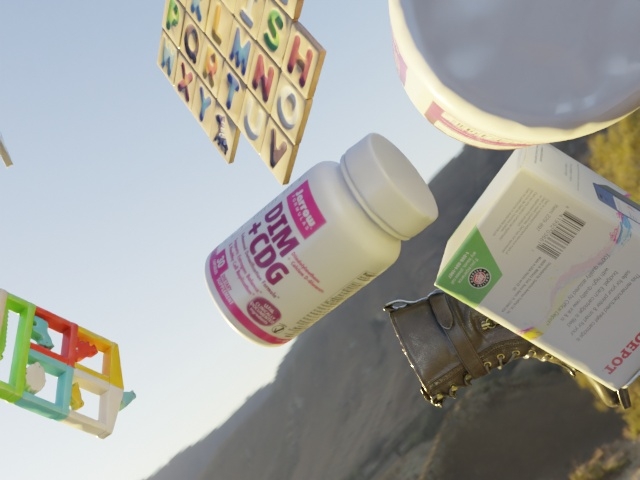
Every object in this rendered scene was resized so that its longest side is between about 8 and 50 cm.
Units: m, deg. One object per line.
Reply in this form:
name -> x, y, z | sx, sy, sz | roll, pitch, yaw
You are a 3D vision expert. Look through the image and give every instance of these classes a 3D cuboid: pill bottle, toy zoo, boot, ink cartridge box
pill bottle -> 0.133, -0.148, 0.587 | 0.169, 0.169, 0.301 | -46, 0, 8
toy zoo -> -0.440, 0.221, 1.460 | 0.030, 0.293, 0.192 | -35, 41, 25
boot -> 0.229, 0.139, 1.060 | 0.229, 0.263, 0.091 | -36, -13, 13
pill bottle -> 0.000, 0.000, 1.091 | 0.283, 0.160, 0.160 | -39, -5, 22
ink cartridge box -> 0.243, 0.023, 0.817 | 0.154, 0.212, 0.093 | -59, 0, 33

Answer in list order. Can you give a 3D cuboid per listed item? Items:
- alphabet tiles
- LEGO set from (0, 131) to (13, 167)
alphabet tiles -> -0.071, -0.162, 0.677 | 0.009, 0.237, 0.198 | -11, -42, -32
LEGO set -> -0.463, -0.242, 1.134 | 0.060, 0.182, 0.244 | -25, -47, -14
